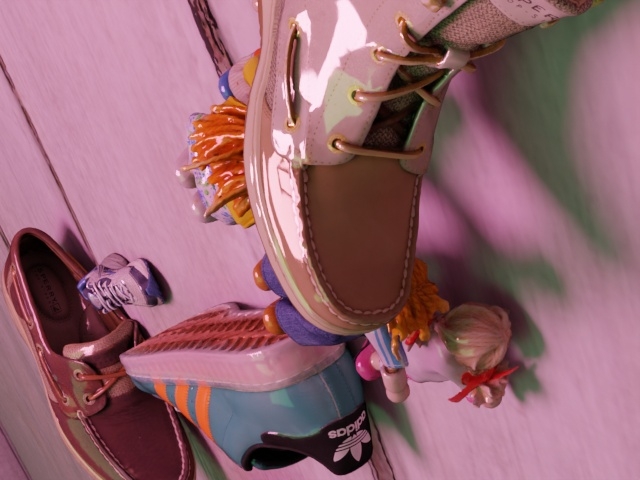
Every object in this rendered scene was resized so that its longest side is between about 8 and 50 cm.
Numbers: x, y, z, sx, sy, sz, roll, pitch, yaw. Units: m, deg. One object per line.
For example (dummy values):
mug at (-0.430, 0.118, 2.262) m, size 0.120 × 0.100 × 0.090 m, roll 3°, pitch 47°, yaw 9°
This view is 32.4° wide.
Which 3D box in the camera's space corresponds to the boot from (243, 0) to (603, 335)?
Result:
boot at (0.039, -0.067, 0.428) m, size 0.165 × 0.077 × 0.213 m, roll -5°, pitch 86°, yaw 59°

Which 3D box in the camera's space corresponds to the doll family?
doll family at (0.000, 0.000, 0.584) m, size 0.263 × 0.118 × 0.163 m, roll 62°, pitch 155°, yaw -8°

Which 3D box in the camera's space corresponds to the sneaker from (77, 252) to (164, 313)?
sneaker at (-0.198, 0.050, 1.081) m, size 0.135 × 0.058 × 0.052 m, roll 4°, pitch 122°, yaw 60°

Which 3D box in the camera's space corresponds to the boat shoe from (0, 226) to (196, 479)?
boat shoe at (-0.243, 0.134, 1.192) m, size 0.342 × 0.123 × 0.123 m, roll 59°, pitch 157°, yaw 13°

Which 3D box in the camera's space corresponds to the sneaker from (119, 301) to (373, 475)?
sneaker at (-0.065, 0.121, 0.855) m, size 0.302 × 0.108 × 0.121 m, roll -6°, pitch 109°, yaw 61°
